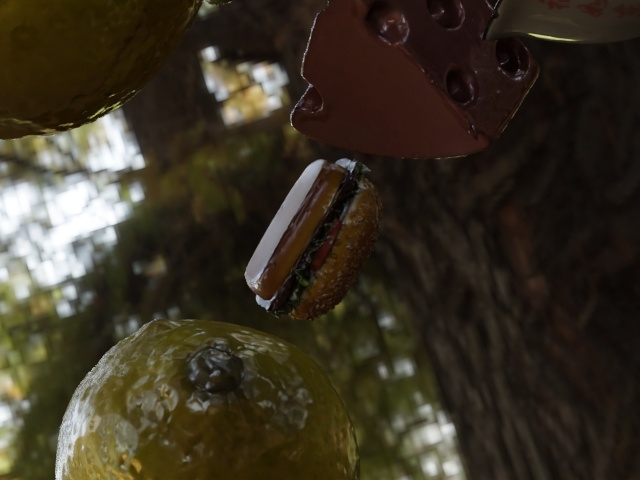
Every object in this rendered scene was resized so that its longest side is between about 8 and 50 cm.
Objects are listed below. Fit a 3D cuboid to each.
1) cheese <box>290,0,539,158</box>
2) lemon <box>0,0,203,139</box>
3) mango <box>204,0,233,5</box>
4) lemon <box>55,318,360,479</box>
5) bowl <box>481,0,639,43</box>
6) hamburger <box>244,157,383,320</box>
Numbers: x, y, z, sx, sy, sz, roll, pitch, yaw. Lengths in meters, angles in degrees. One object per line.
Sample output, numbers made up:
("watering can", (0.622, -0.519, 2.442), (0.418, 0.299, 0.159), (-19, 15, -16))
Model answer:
("cheese", (0.049, -0.154, 1.404), (0.177, 0.203, 0.128), (-25, 26, 48))
("lemon", (-0.244, -0.252, 1.354), (0.336, 0.336, 0.336), (-18, -12, -4))
("mango", (-0.147, -0.397, 1.766), (0.193, 0.316, 0.146), (-37, -25, 23))
("lemon", (-0.125, 0.254, 1.848), (0.350, 0.350, 0.387), (-13, -35, -25))
("bowl", (0.269, -0.269, 1.232), (0.345, 0.157, 0.345), (-61, -3, -5))
("hamburger", (0.000, 0.000, 1.528), (0.166, 0.087, 0.137), (-59, 11, 1))
